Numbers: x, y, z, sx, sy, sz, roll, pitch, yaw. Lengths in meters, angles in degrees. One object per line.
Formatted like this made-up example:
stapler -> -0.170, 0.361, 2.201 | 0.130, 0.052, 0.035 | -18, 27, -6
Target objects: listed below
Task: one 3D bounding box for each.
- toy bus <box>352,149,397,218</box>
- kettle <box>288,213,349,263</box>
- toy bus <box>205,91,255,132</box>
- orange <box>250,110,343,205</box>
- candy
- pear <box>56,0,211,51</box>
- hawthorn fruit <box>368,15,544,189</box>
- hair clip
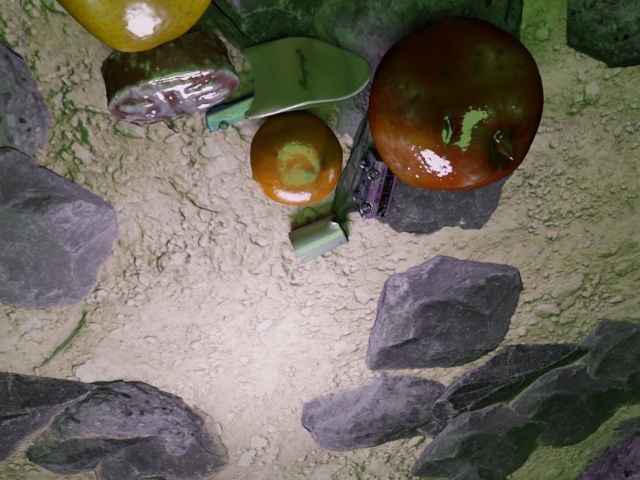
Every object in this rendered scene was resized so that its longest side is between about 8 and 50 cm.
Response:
toy bus -> 0.152, -0.147, 1.564 | 0.098, 0.086, 0.178 | 1, 122, -17
kettle -> 0.000, 0.002, 1.635 | 0.148, 0.098, 0.126 | -25, 119, 3
toy bus -> -0.207, -0.311, 1.418 | 0.153, 0.051, 0.061 | -20, 112, 5
orange -> -0.060, -0.204, 1.439 | 0.240, 0.171, 0.240 | -3, 120, -5
candy -> -0.328, -0.358, 1.273 | 0.290, 0.214, 0.157 | -15, 85, -2
pear -> -0.349, -0.559, 1.041 | 0.363, 0.362, 0.418 | -2, 120, -8
hawthorn fruit -> 0.315, -0.280, 1.321 | 0.403, 0.402, 0.402 | -4, 124, -6
hair clip -> -0.031, -0.374, 1.341 | 0.282, 0.113, 0.172 | -2, 82, -18
